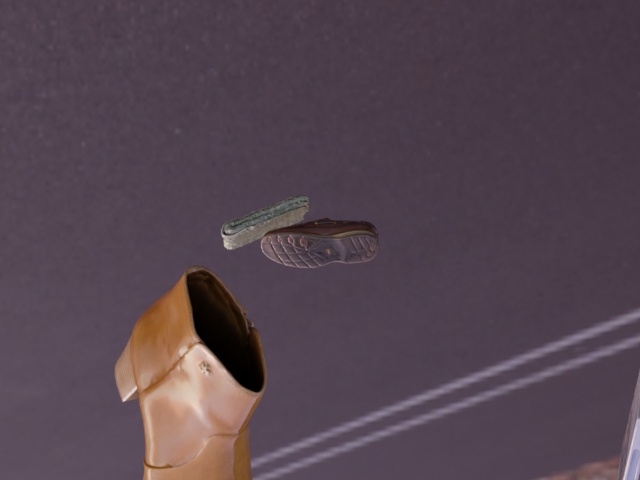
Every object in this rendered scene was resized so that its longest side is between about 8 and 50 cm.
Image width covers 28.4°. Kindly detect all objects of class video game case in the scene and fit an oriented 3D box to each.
[{"bbox_3d":[0.433,0.266,1.733,0.023,0.201,0.183,12,118,12],"label":"video game case"}]

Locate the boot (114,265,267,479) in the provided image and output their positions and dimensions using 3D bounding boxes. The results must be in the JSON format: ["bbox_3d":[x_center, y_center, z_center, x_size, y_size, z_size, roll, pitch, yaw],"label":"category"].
[{"bbox_3d":[-0.099,0.187,1.196,0.104,0.295,0.211,-17,164,-35],"label":"boot"}]

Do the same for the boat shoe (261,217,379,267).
[{"bbox_3d":[0.000,0.000,1.911,0.178,0.060,0.064,-2,126,5],"label":"boat shoe"}]

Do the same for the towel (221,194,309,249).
[{"bbox_3d":[-0.085,-0.030,1.967,0.148,0.027,0.110,-24,169,-7],"label":"towel"}]
